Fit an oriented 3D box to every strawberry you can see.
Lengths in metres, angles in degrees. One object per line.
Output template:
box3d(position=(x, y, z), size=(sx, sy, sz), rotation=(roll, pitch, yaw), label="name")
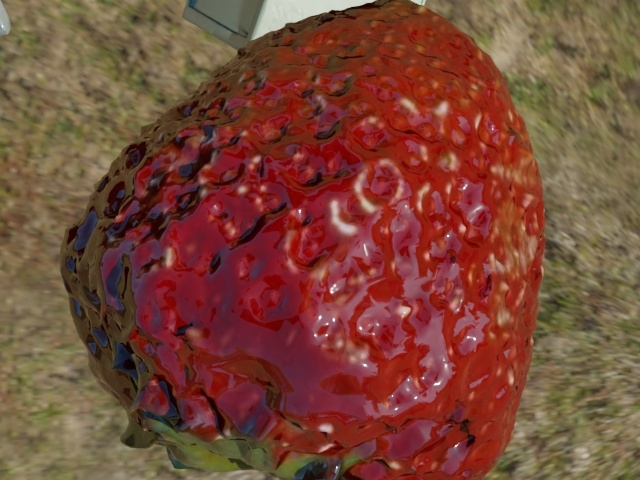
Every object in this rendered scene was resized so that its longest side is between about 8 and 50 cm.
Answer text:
box3d(position=(0.000, 0.000, 0.870), size=(0.257, 0.257, 0.277), rotation=(14, 74, 17), label="strawberry")

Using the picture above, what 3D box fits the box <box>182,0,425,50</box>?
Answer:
box3d(position=(0.008, -0.242, 1.214), size=(0.117, 0.225, 0.225), rotation=(16, 99, -20), label="box")

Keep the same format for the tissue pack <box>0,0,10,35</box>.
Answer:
box3d(position=(-0.270, -0.160, 0.858), size=(0.229, 0.159, 0.145), rotation=(-3, 95, 25), label="tissue pack")
